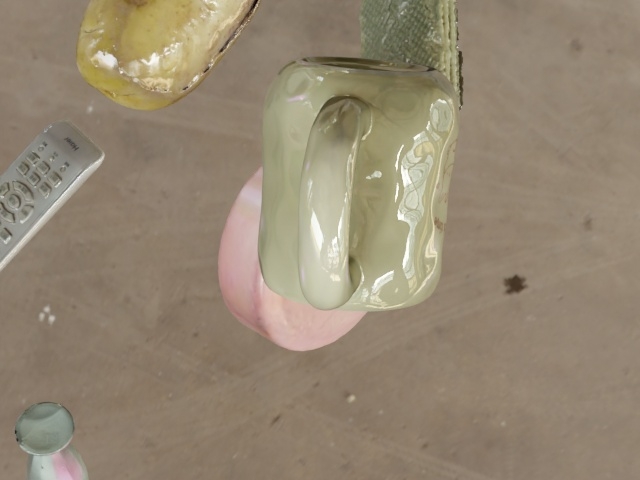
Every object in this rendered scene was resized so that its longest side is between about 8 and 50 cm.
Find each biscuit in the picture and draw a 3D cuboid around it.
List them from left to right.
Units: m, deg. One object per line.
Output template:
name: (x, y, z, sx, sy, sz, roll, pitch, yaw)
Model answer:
biscuit: (0.105, -0.253, 1.313, 0.052, 0.150, 0.252, 11, 73, -36)

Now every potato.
potato: (-0.107, -0.171, 0.792, 0.107, 0.080, 0.170, 41, 74, -35)

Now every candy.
candy: (0.000, 0.000, 1.226, 0.094, 0.255, 0.255, 26, 44, 36)

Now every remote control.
remote control: (-0.443, -0.035, 1.572, 0.109, 0.055, 0.313, 41, 88, 27)

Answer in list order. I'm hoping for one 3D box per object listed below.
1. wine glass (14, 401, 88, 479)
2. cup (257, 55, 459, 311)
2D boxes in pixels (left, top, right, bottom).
wine glass: (-0.305, 0.246, 1.225, 0.073, 0.155, 0.073, 3, 58, -5)
cup: (0.009, -0.050, 0.930, 0.173, 0.202, 0.255, 13, 17, 32)
